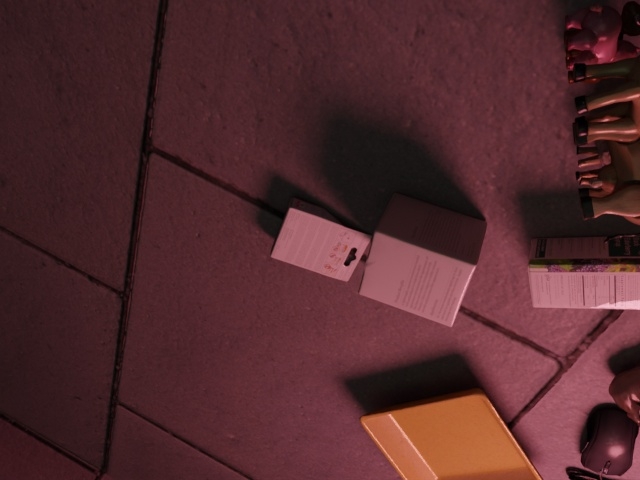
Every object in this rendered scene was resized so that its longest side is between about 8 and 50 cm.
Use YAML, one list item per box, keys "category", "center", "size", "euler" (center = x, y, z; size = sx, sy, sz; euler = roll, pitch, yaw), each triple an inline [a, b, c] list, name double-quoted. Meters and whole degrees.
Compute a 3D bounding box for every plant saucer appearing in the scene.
- category: "plant saucer"
  center: [0.313, 0.474, 1.358]
  size: [0.332, 0.081, 0.333]
  euler: [-23, 110, 35]

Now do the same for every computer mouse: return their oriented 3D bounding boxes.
- category: "computer mouse"
  center: [0.634, 0.469, 1.217]
  size: [0.184, 0.060, 0.262]
  euler: [14, 126, 17]

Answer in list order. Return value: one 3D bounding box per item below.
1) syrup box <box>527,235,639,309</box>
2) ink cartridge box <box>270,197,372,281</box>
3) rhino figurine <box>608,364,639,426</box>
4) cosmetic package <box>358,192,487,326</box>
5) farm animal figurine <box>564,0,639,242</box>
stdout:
- category: "syrup box"
  center: [0.481, 0.053, 0.988]
  size: [0.237, 0.093, 0.096]
  euler: [-2, 120, 26]
- category: "ink cartridge box"
  center: [0.000, 0.000, 1.224]
  size: [0.179, 0.045, 0.145]
  euler: [17, 129, -9]
- category: "rhino figurine"
  center: [0.635, 0.245, 1.059]
  size: [0.106, 0.073, 0.243]
  euler: [35, 128, -4]
- category: "cosmetic package"
  center: [0.187, 0.032, 1.074]
  size: [0.183, 0.151, 0.151]
  euler: [20, 127, 11]
- category: "farm animal figurine"
  center: [0.411, -0.152, 0.735]
  size: [0.172, 0.330, 0.327]
  euler: [-5, 118, 23]
